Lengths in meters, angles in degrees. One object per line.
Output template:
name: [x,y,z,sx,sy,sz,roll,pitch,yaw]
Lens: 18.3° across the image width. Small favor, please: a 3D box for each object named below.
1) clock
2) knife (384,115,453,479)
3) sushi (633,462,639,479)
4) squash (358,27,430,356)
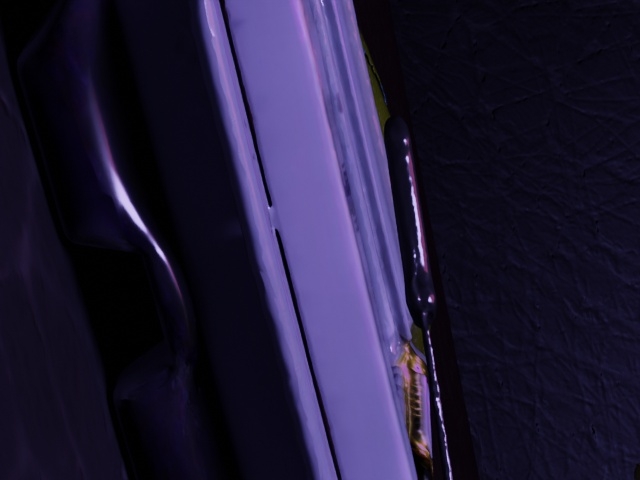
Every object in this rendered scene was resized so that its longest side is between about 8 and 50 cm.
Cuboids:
clock: [-0.025,-0.020,0.638,0.186,0.083,0.253,-87,165,-69]
knife: [0.037,0.042,0.647,0.023,0.010,0.170,41,40,-81]
sushi: [0.178,0.266,0.718,0.351,0.240,0.396,41,-31,26]
squash: [0.001,0.001,0.844,0.087,0.087,0.331,-95,173,-46]
